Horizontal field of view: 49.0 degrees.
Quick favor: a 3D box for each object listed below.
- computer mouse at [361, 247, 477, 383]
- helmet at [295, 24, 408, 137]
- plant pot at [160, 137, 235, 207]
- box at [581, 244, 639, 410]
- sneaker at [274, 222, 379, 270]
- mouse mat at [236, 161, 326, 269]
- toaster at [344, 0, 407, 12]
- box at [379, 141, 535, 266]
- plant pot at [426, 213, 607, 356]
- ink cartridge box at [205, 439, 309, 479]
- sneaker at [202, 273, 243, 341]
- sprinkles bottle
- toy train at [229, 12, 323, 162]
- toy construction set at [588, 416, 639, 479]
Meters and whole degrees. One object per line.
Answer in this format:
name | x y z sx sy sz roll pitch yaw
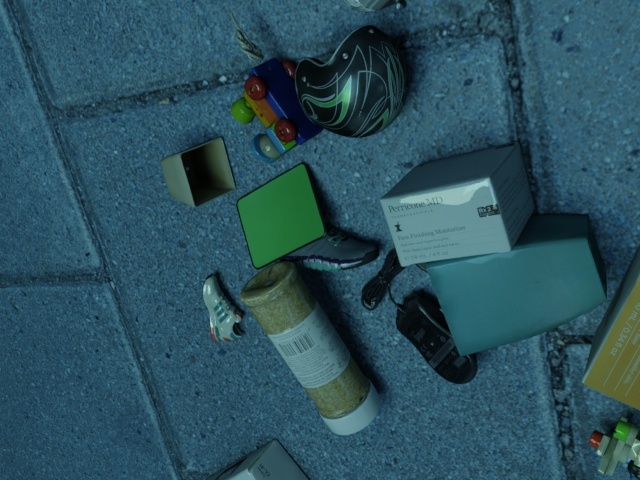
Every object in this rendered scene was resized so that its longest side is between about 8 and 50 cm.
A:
computer mouse | 0.205 0.123 1.268 0.262 0.060 0.184 41 131 20
helmet | 0.059 -0.247 1.107 0.162 0.169 0.169 5 116 45
plant pot | -0.249 -0.133 1.374 0.096 0.109 0.109 4 115 41
box | 0.590 0.160 0.998 0.345 0.168 0.215 23 122 18
sneaker | 0.000 0.000 1.309 0.224 0.083 0.098 -1 107 31
mouse mat | -0.078 -0.044 1.331 0.190 0.007 0.152 -26 72 33
toaster | 0.064 -0.446 1.029 0.227 0.129 0.146 46 129 1
box | 0.217 -0.057 1.094 0.181 0.182 0.119 -10 108 33
plant pot | 0.319 0.054 1.112 0.234 0.166 0.165 -16 104 26
ink cartridge box | -0.157 0.642 1.673 0.306 0.131 0.226 -39 90 35
sneaker | -0.205 0.145 1.517 0.075 0.057 0.161 -2 111 12
sprinkles bottle | -0.014 0.210 1.350 0.121 0.121 0.355 -16 116 34
toy train | -0.114 -0.262 1.243 0.248 0.105 0.143 55 140 -4
toy construction set | 0.579 0.342 1.083 0.328 0.215 0.151 7 100 32
